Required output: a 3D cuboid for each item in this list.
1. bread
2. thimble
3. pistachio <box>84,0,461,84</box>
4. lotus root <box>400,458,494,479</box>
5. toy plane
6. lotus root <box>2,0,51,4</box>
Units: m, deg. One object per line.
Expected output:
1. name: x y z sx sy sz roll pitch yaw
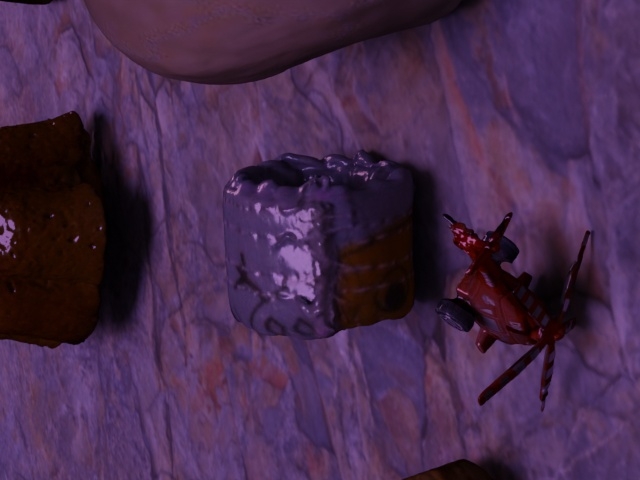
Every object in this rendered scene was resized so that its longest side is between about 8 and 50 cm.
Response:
1. bread: -0.288 -0.010 1.681 0.246 0.135 0.232 116 147 -47
2. thimble: -0.003 0.000 1.232 0.151 0.127 0.117 11 110 51
3. pistachio: -0.036 -0.206 1.160 0.332 0.226 0.207 -1 65 44
4. lotus root: 0.102 0.217 1.175 0.159 0.095 0.135 53 -165 -64
5. toy plane: 0.106 0.037 1.049 0.077 0.194 0.126 29 100 27
6. lotus root: -0.330 -0.306 1.676 0.235 0.119 0.138 18 108 54
